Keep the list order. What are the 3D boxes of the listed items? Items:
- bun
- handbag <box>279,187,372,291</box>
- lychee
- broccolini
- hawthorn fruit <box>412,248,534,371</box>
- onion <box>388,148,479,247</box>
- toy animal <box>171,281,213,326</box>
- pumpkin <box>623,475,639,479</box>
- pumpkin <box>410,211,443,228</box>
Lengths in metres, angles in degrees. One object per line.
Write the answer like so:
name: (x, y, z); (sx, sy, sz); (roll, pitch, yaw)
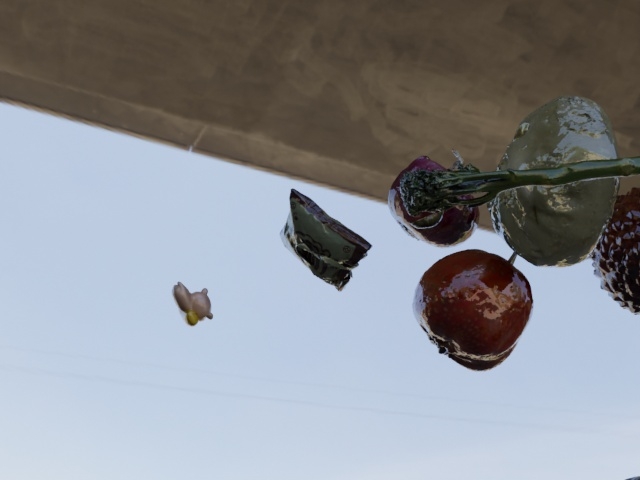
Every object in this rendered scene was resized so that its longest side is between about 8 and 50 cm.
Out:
bun: (0.483, -0.126, 1.347); (0.235, 0.361, 0.326); (8, 8, 6)
handbag: (0.000, 0.000, 1.554); (0.235, 0.127, 0.213); (37, -36, 9)
lychee: (1.015, 0.037, 1.870); (0.425, 0.500, 0.424); (6, -64, 12)
broccolini: (0.310, -0.099, 0.939); (0.393, 0.073, 0.078); (-7, -29, -4)
hawthorn fruit: (0.381, 0.135, 1.501); (0.287, 0.330, 0.287); (40, -12, 10)
onion: (0.337, -0.095, 1.806); (0.256, 0.230, 0.272); (-4, -49, -50)
toy animal: (-0.301, 0.146, 1.501); (0.082, 0.114, 0.091); (-27, -3, -18)
pumpkin: (0.471, 0.369, 0.768); (0.163, 0.111, 0.278); (-11, -66, 28)
pumpkin: (0.240, -0.042, 1.410); (0.083, 0.028, 0.050); (-17, 0, -11)
